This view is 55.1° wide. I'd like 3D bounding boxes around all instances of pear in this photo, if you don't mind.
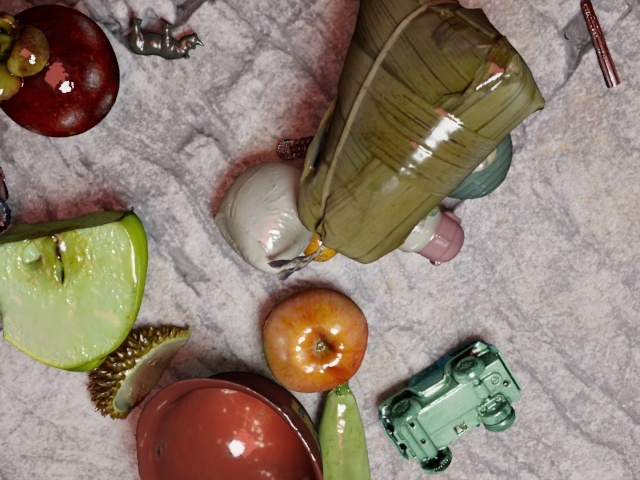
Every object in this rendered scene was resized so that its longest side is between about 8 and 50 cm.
[{"bbox_3d":[-0.429,0.093,1.107,0.286,0.176,0.282,-11,101,1],"label":"pear"}]

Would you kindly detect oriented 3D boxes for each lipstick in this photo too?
[{"bbox_3d":[0.540,-0.382,1.188,0.027,0.027,0.177,-25,101,0],"label":"lipstick"}]

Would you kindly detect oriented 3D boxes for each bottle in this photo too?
[{"bbox_3d":[0.158,-0.046,1.170,0.253,0.120,0.120,28,97,-12],"label":"bottle"}]

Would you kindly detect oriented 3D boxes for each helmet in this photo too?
[{"bbox_3d":[-0.146,0.381,1.164,0.337,0.230,0.385,-25,99,17],"label":"helmet"}]

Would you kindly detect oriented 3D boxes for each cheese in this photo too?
[{"bbox_3d":[-0.092,-0.051,1.112,0.189,0.198,0.154,-46,132,-8],"label":"cheese"}]

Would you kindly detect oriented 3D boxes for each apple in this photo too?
[{"bbox_3d":[-0.011,0.190,1.176,0.209,0.164,0.210,-1,99,-6],"label":"apple"}]

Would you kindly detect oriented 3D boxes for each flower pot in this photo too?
[{"bbox_3d":[0.245,-0.185,1.130,0.189,0.157,0.243,-44,95,5],"label":"flower pot"}]

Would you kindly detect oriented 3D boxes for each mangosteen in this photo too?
[{"bbox_3d":[-0.455,-0.276,0.992,0.215,0.257,0.215,3,97,21],"label":"mangosteen"}]

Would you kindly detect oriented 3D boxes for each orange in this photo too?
[{"bbox_3d":[-0.001,0.001,1.183,0.083,0.083,0.084,-1,101,-6],"label":"orange"}]

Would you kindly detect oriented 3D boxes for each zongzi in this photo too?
[{"bbox_3d":[0.060,-0.217,1.042,0.218,0.467,0.500,18,124,-43],"label":"zongzi"}]

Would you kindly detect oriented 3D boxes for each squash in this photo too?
[{"bbox_3d":[0.042,0.452,1.257,0.118,0.118,0.371,-7,103,-4],"label":"squash"}]

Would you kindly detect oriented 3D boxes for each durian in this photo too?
[{"bbox_3d":[-0.360,0.252,1.188,0.139,0.144,0.252,29,92,-32],"label":"durian"}]

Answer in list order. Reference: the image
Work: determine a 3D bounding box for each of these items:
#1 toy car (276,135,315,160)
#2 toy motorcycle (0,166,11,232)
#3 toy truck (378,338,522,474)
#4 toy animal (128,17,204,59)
[{"bbox_3d":[-0.039,-0.176,1.170,0.093,0.025,0.041,-8,100,-7],"label":"toy car"},{"bbox_3d":[-0.631,-0.110,1.101,0.122,0.082,0.213,-13,91,-2],"label":"toy motorcycle"},{"bbox_3d":[0.259,0.327,1.233,0.278,0.156,0.155,-34,102,2],"label":"toy truck"},{"bbox_3d":[-0.277,-0.358,1.101,0.135,0.047,0.065,5,106,-8],"label":"toy animal"}]
